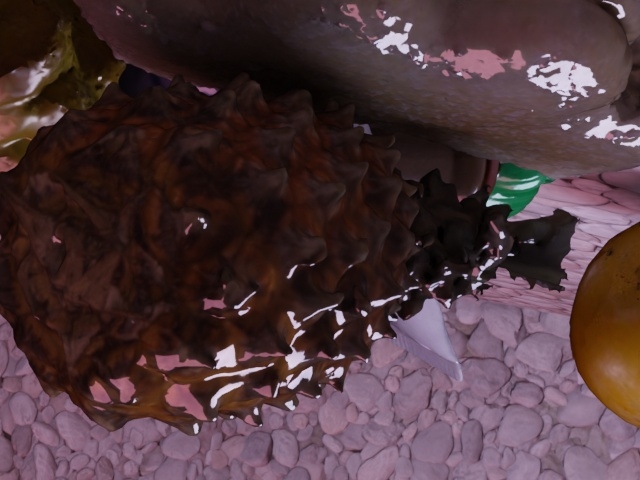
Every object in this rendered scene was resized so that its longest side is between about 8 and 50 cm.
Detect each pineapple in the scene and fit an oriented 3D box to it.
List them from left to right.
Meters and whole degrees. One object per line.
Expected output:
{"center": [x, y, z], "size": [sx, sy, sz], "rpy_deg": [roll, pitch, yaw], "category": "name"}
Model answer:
{"center": [0.000, 0.000, 0.682], "size": [0.175, 0.175, 0.361], "rpy_deg": [10, -171, 31], "category": "pineapple"}

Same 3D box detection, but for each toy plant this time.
{"center": [0.119, -0.061, 1.036], "size": [0.200, 0.105, 0.143], "rpy_deg": [-2, 171, -27], "category": "toy plant"}

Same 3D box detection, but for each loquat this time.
{"center": [0.346, 0.077, 1.182], "size": [0.235, 0.235, 0.235], "rpy_deg": [13, 174, 1], "category": "loquat"}

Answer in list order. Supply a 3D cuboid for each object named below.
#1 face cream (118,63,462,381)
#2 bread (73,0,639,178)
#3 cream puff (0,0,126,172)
{"center": [-0.025, -0.027, 0.962], "size": [0.235, 0.137, 0.420], "rpy_deg": [25, 160, 26], "category": "face cream"}
{"center": [0.047, -0.112, 0.654], "size": [0.337, 0.102, 0.183], "rpy_deg": [14, 175, -13], "category": "bread"}
{"center": [-0.238, -0.115, 0.784], "size": [0.244, 0.244, 0.196], "rpy_deg": [12, -151, 13], "category": "cream puff"}
